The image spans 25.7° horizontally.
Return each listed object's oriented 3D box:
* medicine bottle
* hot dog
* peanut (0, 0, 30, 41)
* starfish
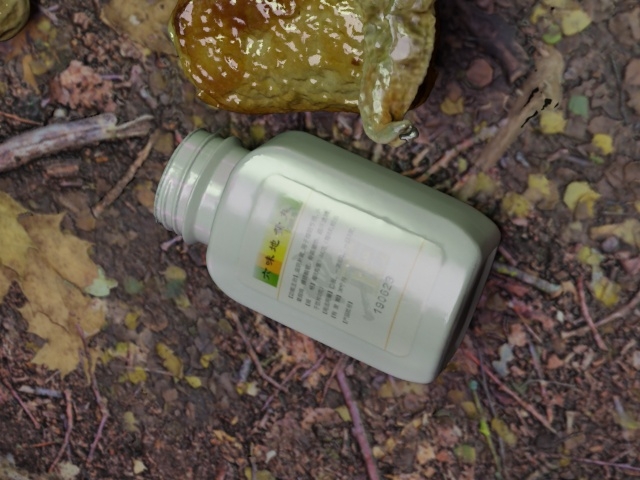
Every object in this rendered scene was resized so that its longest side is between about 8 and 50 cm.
[{"bbox_3d":[0.000,0.000,1.377,0.324,0.124,0.179,23,117,12],"label":"medicine bottle"},{"bbox_3d":[-0.009,-0.197,1.306,0.259,0.114,0.175,3,117,25],"label":"hot dog"},{"bbox_3d":[-0.403,-0.228,1.485,0.228,0.085,0.104,-24,109,29],"label":"peanut"},{"bbox_3d":[-0.017,-0.322,1.185,0.324,0.082,0.432,17,105,19],"label":"starfish"}]
